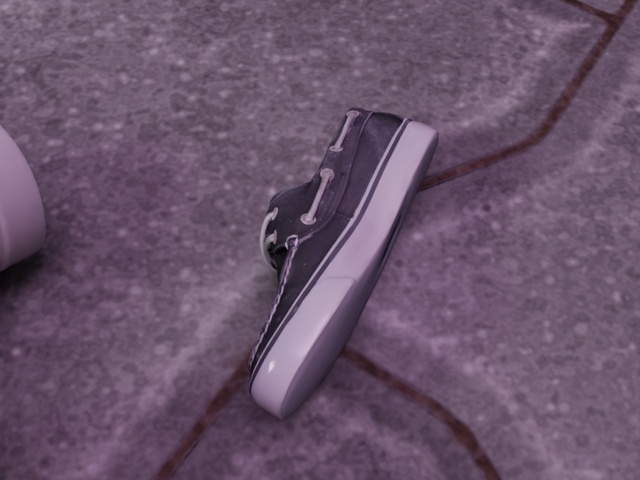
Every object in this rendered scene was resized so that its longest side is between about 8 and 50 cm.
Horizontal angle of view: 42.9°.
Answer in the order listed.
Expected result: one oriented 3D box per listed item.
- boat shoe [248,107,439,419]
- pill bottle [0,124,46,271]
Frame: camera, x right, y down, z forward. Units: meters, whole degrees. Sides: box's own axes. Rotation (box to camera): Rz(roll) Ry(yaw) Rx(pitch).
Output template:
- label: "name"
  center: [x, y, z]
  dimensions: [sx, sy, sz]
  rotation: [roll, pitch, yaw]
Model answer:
- label: "boat shoe"
  center: [0.000, 0.000, 0.656]
  dimensions: [0.102, 0.108, 0.301]
  rotation: [22, 58, 10]
- label: "pill bottle"
  center: [-0.357, 0.012, 0.568]
  dimensions: [0.169, 0.169, 0.302]
  rotation: [42, 47, 20]
